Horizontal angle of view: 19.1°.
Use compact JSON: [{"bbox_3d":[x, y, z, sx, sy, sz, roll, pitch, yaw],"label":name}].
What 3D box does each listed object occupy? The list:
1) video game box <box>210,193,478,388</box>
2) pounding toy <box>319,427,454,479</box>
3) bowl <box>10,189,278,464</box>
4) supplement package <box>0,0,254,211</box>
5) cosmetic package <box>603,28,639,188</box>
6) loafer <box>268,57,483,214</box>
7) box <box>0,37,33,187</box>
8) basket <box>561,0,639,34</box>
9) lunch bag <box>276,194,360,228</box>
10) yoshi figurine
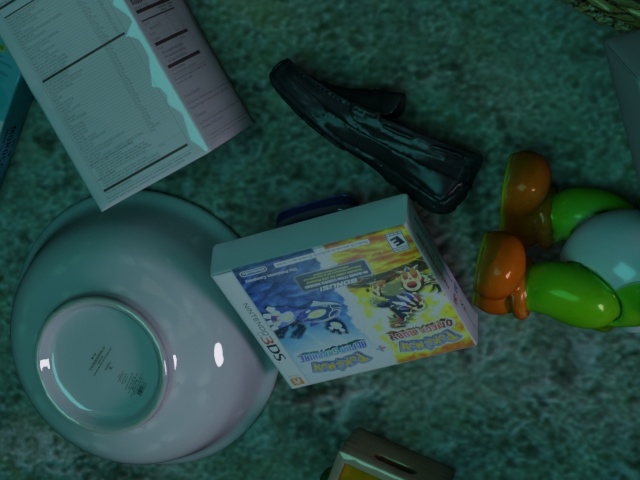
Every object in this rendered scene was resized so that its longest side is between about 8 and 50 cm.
[{"bbox_3d":[0.024,0.054,1.830,0.205,0.048,0.187,-15,136,20],"label":"video game box"},{"bbox_3d":[0.039,0.274,1.904,0.141,0.100,0.130,23,110,10],"label":"pounding toy"},{"bbox_3d":[-0.198,0.107,1.914,0.297,0.134,0.298,5,106,16],"label":"bowl"},{"bbox_3d":[-0.196,-0.176,1.835,0.139,0.134,0.244,-27,96,22],"label":"supplement package"},{"bbox_3d":[0.370,-0.078,1.523,0.224,0.138,0.225,-17,112,1],"label":"cosmetic package"},{"bbox_3d":[0.053,-0.112,1.814,0.223,0.076,0.078,35,98,7],"label":"loafer"},{"bbox_3d":[-0.362,-0.122,1.940,0.100,0.060,0.244,26,110,9],"label":"box"},{"bbox_3d":[0.266,-0.311,1.616,0.299,0.213,0.223,29,112,7],"label":"basket"},{"bbox_3d":[0.000,0.000,1.858,0.098,0.065,0.067,-13,133,19],"label":"lunch bag"},{"bbox_3d":[0.328,0.019,1.702,0.362,0.203,0.204,15,102,10],"label":"yoshi figurine"}]
